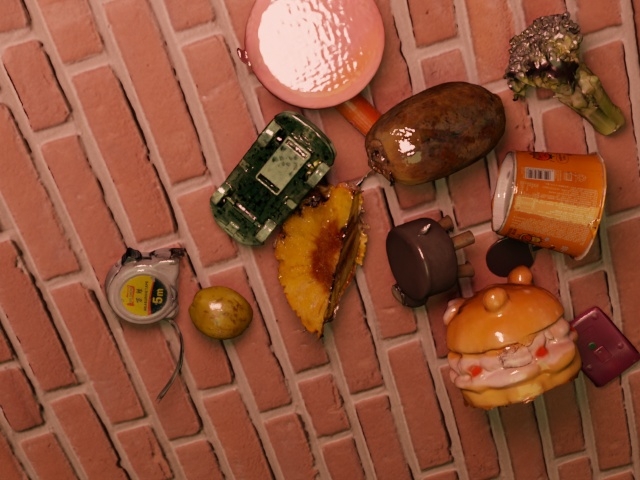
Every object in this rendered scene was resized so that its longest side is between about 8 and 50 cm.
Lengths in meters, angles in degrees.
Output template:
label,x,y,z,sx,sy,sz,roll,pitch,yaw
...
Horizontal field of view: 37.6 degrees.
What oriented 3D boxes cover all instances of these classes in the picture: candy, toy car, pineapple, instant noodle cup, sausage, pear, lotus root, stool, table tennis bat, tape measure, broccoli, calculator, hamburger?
label,x,y,z,sx,sy,sz,roll,pitch,yaw
candy,-0.018,-0.346,1.631,0.255,0.094,0.255,0,97,-2
toy car,-0.084,-0.121,1.752,0.136,0.125,0.306,40,129,-3
pineapple,0.003,-0.001,1.841,0.161,0.158,0.334,19,115,27
instant noodle cup,0.431,-0.079,1.806,0.172,0.215,0.215,10,115,-2
sausage,0.091,-0.224,1.765,0.053,0.053,0.348,-43,114,14
pear,-0.200,0.147,1.888,0.131,0.107,0.107,29,110,-16
lotus root,0.217,-0.199,1.714,0.275,0.152,0.160,-26,97,-23
stool,0.212,0.037,1.878,0.139,0.228,0.153,-18,77,-20
table tennis bat,0.421,0.023,1.955,0.158,0.014,0.095,-21,116,6
tape measure,-0.352,0.167,1.887,0.164,0.084,0.330,5,115,-7
broccoli,0.472,-0.291,1.746,0.304,0.165,0.145,35,76,-35
calculator,0.614,0.239,2.080,0.127,0.034,0.190,-40,114,15
hamburger,0.376,0.192,1.905,0.276,0.276,0.236,-19,97,3
